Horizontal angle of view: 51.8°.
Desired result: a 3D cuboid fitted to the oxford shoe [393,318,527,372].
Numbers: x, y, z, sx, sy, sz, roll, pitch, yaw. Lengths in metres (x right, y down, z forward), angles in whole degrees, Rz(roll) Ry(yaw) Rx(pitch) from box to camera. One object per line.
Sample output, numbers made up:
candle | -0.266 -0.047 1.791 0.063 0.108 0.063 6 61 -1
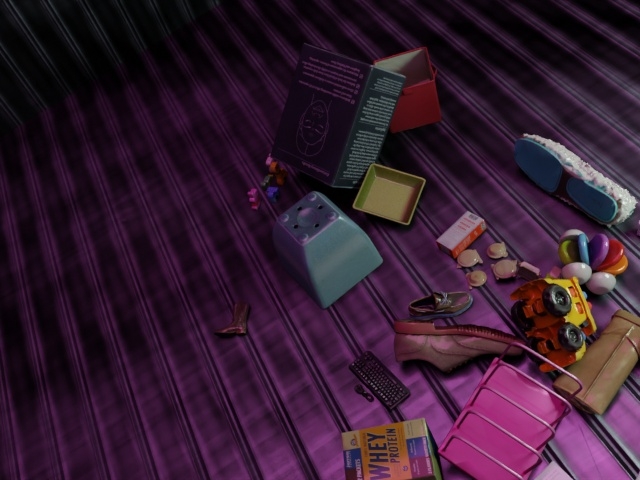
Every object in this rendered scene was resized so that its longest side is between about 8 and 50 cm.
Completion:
oxford shoe | 0.367 0.288 1.757 0.348 0.123 0.130 4 89 17

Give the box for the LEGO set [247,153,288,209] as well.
LEGO set | -0.177 -0.222 2.313 0.087 0.093 0.227 6 58 24

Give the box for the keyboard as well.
keyboard | 0.148 0.388 1.798 0.108 0.023 0.180 -40 51 -10

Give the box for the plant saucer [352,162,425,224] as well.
plant saucer | 0.220 -0.141 2.118 0.188 0.045 0.188 19 62 11

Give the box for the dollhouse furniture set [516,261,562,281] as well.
dollhouse furniture set | 0.619 0.094 1.807 0.152 0.076 0.058 31 72 24

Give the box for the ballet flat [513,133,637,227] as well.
ballet flat | 0.750 -0.182 1.946 0.147 0.147 0.409 -36 54 -7

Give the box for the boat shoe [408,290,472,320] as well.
boat shoe | 0.336 0.179 1.852 0.183 0.066 0.066 -19 52 6

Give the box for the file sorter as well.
file sorter | 0.442 0.412 1.522 0.202 0.182 0.290 32 65 16

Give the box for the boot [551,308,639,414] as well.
boot | 0.740 0.319 1.596 0.269 0.089 0.236 -45 40 -15

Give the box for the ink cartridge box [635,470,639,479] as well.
ink cartridge box | 0.692 0.656 1.340 0.211 0.121 0.289 25 67 33

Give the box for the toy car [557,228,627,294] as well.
toy car | 0.723 0.041 1.739 0.182 0.136 0.159 21 53 -11

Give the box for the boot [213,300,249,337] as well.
boot | -0.275 0.242 2.048 0.106 0.037 0.114 -2 57 3

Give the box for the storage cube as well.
storage cube | 0.306 -0.519 2.290 0.215 0.193 0.183 -13 52 10

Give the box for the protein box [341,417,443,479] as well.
protein box | 0.176 0.536 1.565 0.201 0.199 0.136 -14 51 11

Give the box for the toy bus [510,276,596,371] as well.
toy bus | 0.619 0.203 1.674 0.211 0.149 0.220 -5 69 -31

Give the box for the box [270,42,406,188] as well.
box | 0.052 -0.402 2.163 0.294 0.212 0.395 30 109 33

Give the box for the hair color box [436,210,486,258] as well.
hair color box | 0.421 -0.018 1.975 0.141 0.043 0.072 -42 45 -11

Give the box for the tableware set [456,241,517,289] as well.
tableware set | 0.480 0.069 1.907 0.169 0.020 0.141 -17 46 14

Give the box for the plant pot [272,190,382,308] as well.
plant pot | 0.000 0.000 1.987 0.247 0.252 0.248 -38 52 -10

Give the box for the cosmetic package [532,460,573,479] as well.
cosmetic package | 0.485 0.564 1.411 0.117 0.231 0.085 -39 55 -11

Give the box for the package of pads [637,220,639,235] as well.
package of pads | 0.913 -0.028 1.802 0.083 0.050 0.032 17 58 30
